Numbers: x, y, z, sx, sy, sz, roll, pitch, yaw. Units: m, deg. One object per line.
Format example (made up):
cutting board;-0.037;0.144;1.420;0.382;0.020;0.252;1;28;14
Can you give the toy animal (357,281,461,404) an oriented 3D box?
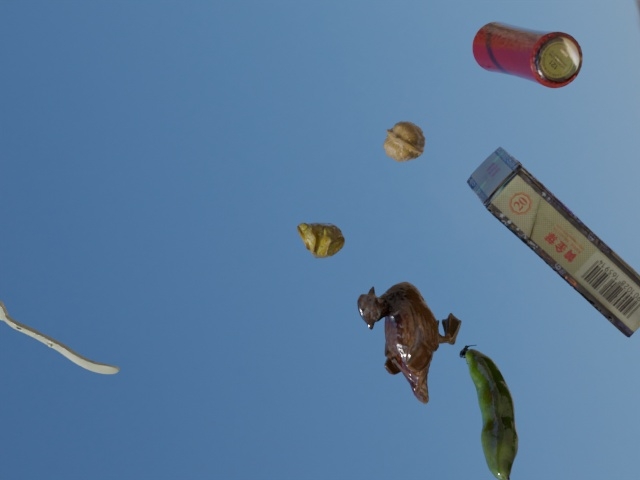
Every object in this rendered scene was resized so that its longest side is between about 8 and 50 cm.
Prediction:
toy animal;0.128;0.155;2.025;0.179;0.089;0.188;8;-106;-40

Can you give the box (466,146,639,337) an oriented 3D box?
box;0.372;-0.002;2.031;0.310;0.084;0.198;41;-171;-10

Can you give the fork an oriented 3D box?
fork;-0.340;0.109;1.592;0.219;0.034;0.028;23;-138;3

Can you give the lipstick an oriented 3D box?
lipstick;0.292;-0.267;1.892;0.080;0.080;0.241;62;173;-19

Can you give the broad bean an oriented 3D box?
broad bean;0.260;0.253;1.989;0.046;0.065;0.255;52;-159;-43

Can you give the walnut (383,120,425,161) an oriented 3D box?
walnut;0.159;-0.188;2.521;0.082;0.079;0.096;35;-171;19

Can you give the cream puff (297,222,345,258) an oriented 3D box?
cream puff;0.000;0.000;2.147;0.083;0.083;0.058;-163;77;-77
